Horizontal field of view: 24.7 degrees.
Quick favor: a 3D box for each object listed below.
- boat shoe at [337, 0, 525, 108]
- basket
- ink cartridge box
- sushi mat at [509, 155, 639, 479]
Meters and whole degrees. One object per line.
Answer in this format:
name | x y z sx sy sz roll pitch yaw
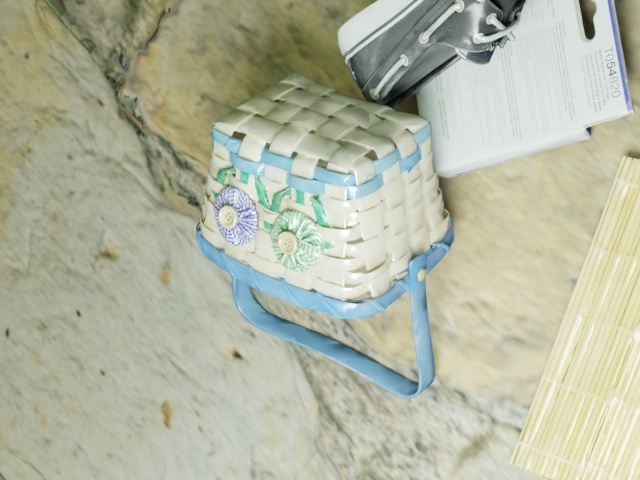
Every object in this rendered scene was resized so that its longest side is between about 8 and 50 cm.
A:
boat shoe | 0.139 -0.212 1.343 0.301 0.108 0.102 -30 74 37
basket | 0.000 0.000 1.437 0.254 0.201 0.289 20 135 34
ink cartridge box | 0.189 -0.192 1.401 0.224 0.045 0.223 -14 77 34
sushi mat | 0.288 0.089 1.320 0.151 0.019 0.317 25 99 36
